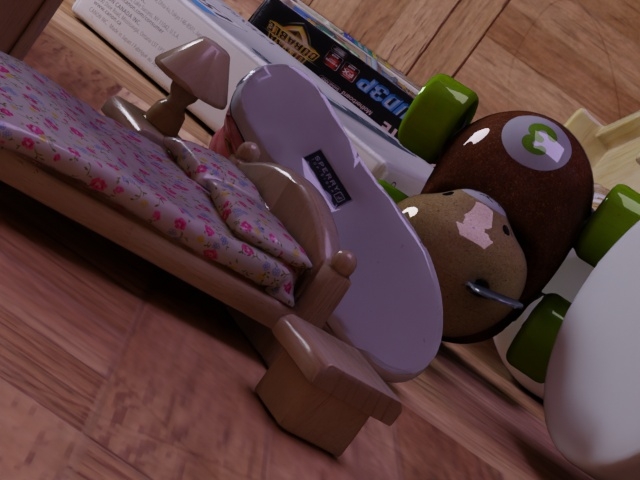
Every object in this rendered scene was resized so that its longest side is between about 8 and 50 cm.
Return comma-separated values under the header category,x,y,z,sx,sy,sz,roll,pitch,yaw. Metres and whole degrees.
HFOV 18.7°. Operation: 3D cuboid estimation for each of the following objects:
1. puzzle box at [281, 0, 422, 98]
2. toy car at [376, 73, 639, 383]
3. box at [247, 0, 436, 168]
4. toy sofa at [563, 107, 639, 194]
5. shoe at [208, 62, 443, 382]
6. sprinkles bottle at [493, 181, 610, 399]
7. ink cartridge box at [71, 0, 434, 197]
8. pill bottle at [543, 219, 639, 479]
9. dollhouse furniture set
category,x,y,z,sx,sy,sz,roll,pitch,yaw
puzzle box,0.051,-0.173,2.173,0.272,0.052,0.409,36,8,-6
toy car,0.084,-0.004,1.090,0.155,0.149,0.188,33,11,12
box,0.023,-0.115,1.636,0.220,0.051,0.175,36,-5,-6
toy sofa,0.301,-0.036,1.645,0.177,0.150,0.362,43,-16,-6
shoe,0.000,0.000,1.003,0.178,0.063,0.081,62,-26,11
sprinkles bottle,0.181,0.029,1.372,0.121,0.121,0.355,36,8,1
ink cartridge box,-0.007,-0.084,1.425,0.296,0.066,0.261,41,10,30
pill bottle,0.310,0.130,1.055,0.361,0.204,0.204,33,9,-22
dollhouse furniture set,-0.110,-0.114,0.826,0.303,0.174,0.355,30,10,-34
